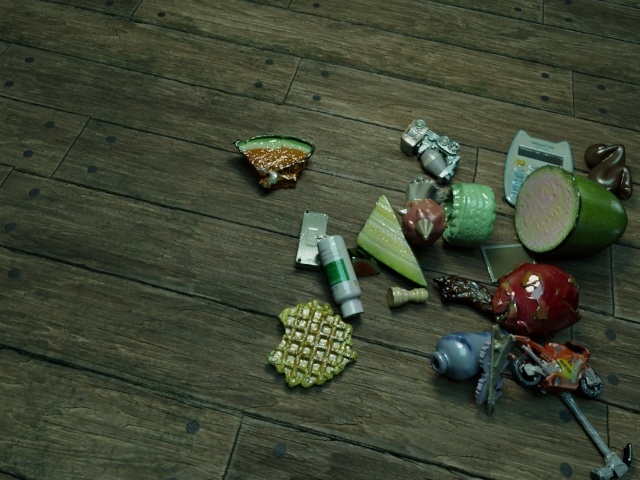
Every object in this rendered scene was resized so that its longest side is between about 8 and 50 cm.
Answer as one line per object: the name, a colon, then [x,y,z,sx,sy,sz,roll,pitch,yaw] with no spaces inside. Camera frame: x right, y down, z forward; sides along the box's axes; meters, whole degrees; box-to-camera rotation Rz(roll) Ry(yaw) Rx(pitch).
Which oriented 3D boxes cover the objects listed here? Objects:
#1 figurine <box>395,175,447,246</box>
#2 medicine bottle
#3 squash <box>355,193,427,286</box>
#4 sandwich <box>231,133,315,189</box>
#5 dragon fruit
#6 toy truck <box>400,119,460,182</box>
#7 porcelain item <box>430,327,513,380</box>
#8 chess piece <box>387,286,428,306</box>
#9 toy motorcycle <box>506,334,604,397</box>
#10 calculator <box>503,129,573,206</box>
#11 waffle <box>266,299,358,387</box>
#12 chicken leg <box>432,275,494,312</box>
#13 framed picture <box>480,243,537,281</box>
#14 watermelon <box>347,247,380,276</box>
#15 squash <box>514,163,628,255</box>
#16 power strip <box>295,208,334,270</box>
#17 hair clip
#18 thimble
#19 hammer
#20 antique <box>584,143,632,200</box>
figurine: [0.332,-0.081,1.832,0.166,0.207,0.387,13,35,2]
medicine bottle: [0.067,0.116,1.749,0.095,0.095,0.260,-15,73,-14]
squash: [0.282,0.003,1.847,0.289,0.111,0.203,30,92,18]
sandwich: [-0.158,-0.288,2.012,0.292,0.109,0.212,-15,66,-11]
dragon fruit: [0.677,0.183,1.703,0.315,0.250,0.250,12,54,-24]
toy truck: [0.416,-0.337,2.092,0.257,0.108,0.140,39,76,15]
porcelain item: [0.451,0.335,1.644,0.259,0.141,0.141,-10,58,-22]
chess piece: [0.282,0.179,1.767,0.122,0.066,0.066,-2,57,-10]
toy motorcycle: [0.688,0.367,1.611,0.298,0.089,0.171,11,64,-10]
calculator: [0.829,-0.247,2.097,0.256,0.054,0.386,16,58,5]
waffle: [-0.033,0.308,1.664,0.291,0.051,0.291,2,58,-3]
chicken leg: [0.476,0.173,1.788,0.234,0.063,0.105,15,64,3]
framed picture: [0.658,0.076,1.896,0.183,0.011,0.142,-4,58,-8]
watermelon: [0.137,0.084,1.821,0.135,0.125,0.094,29,88,-7]
squash: [0.886,-0.094,1.888,0.309,0.310,0.310,4,56,-21]
power strip: [0.000,0.000,1.861,0.145,0.061,0.215,9,58,-3]
hair clip: [0.498,0.371,1.565,0.106,0.292,0.084,-12,25,-37]
thimble: [0.501,-0.087,1.877,0.150,0.219,0.219,6,57,1]
hammer: [0.737,0.490,1.617,0.152,0.044,0.427,-22,61,-19]
antique: [1.084,-0.269,2.098,0.143,0.121,0.256,2,64,7]
